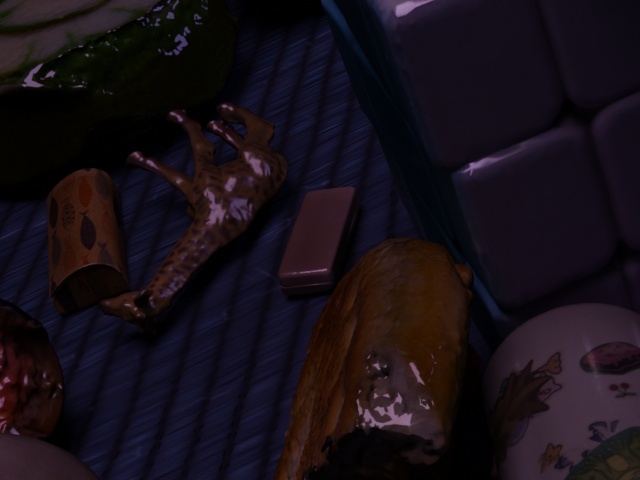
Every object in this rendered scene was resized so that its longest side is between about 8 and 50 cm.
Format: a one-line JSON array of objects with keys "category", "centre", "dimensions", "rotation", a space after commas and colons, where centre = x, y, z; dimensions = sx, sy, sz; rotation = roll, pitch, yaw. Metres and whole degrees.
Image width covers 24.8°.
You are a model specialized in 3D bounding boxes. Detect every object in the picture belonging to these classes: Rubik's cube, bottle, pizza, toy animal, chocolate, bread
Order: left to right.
[{"category": "chocolate", "centre": [-0.251, 0.119, 1.046], "dimensions": [0.124, 0.127, 0.133], "rotation": [13, 54, 19]}, {"category": "bread", "centre": [-0.252, -0.203, 1.510], "dimensions": [0.366, 0.129, 0.382], "rotation": [-7, 35, 25]}, {"category": "toy animal", "centre": [-0.101, -0.027, 1.221], "dimensions": [0.149, 0.054, 0.275], "rotation": [-4, 43, 3]}, {"category": "pizza", "centre": [0.029, 0.107, 0.871], "dimensions": [0.086, 0.226, 0.335], "rotation": [20, 3, -6]}, {"category": "Rubik's cube", "centre": [0.192, -0.130, 0.954], "dimensions": [0.319, 0.316, 0.322], "rotation": [-24, 34, 0]}, {"category": "bottle", "centre": [0.158, 0.149, 0.753], "dimensions": [0.120, 0.120, 0.253], "rotation": [-18, 33, 7]}]

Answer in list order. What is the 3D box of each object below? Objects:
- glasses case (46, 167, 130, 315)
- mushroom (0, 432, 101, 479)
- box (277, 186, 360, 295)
[{"category": "glasses case", "centre": [-0.208, -0.004, 1.274], "dimensions": [0.065, 0.041, 0.170], "rotation": [-22, 33, 3]}, {"category": "mushroom", "centre": [-0.201, 0.206, 0.845], "dimensions": [0.209, 0.206, 0.206], "rotation": [34, 61, 28]}, {"category": "box", "centre": [0.000, 0.000, 1.153], "dimensions": [0.048, 0.025, 0.115], "rotation": [-5, 36, 17]}]
